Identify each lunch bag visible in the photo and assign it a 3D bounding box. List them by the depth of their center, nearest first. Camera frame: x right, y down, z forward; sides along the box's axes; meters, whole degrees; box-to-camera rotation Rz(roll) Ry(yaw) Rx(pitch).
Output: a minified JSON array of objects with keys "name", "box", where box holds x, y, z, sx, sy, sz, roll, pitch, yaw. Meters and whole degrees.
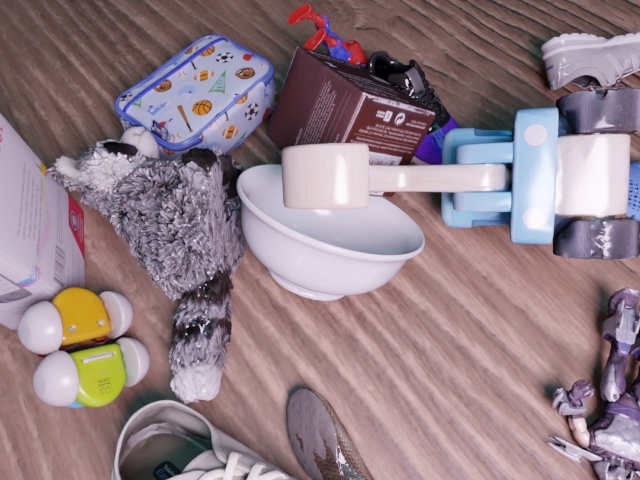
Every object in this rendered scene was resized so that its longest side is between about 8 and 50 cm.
[{"name":"lunch bag","box":[-0.252,-0.282,0.961,0.243,0.115,0.303,37,68,23]}]

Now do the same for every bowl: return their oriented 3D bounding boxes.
[{"name":"bowl","box":[0.000,0.000,0.747,0.298,0.134,0.298,17,25,-8]}]

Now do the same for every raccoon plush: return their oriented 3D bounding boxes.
[{"name":"raccoon plush","box":[-0.297,0.014,0.755,0.299,0.216,0.446,0,61,10]}]

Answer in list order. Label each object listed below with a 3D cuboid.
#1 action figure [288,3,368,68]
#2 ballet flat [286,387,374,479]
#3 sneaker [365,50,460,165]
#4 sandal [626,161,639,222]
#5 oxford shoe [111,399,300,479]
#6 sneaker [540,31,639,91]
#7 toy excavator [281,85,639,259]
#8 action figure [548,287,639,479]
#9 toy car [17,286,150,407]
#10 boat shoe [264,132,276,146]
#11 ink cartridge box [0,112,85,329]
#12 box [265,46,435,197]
[{"name":"action figure","box":[0.007,-0.357,0.945,0.139,0.280,0.091,-31,81,28]},{"name":"ballet flat","box":[0.033,0.316,0.655,0.084,0.058,0.250,-49,58,17]},{"name":"sneaker","box":[0.177,-0.255,0.902,0.102,0.146,0.293,-35,65,-15]},{"name":"sandal","box":[0.629,-0.116,0.810,0.318,0.138,0.126,-18,64,-5]},{"name":"oxford shoe","box":[-0.085,0.319,0.543,0.450,0.130,0.169,17,31,29]},{"name":"sneaker","box":[0.592,-0.358,0.984,0.282,0.105,0.115,-2,95,-3]},{"name":"toy excavator","box":[0.218,-0.089,0.704,0.446,0.433,0.222,0,98,22]},{"name":"action figure","box":[0.426,0.219,0.661,0.185,0.099,0.285,21,68,8]},{"name":"toy car","box":[-0.364,0.169,0.712,0.136,0.159,0.182,-34,74,29]},{"name":"boat shoe","box":[-0.052,-0.194,0.940,0.125,0.046,0.038,28,71,26]},{"name":"ink cartridge box","box":[-0.487,-0.024,0.720,0.131,0.306,0.226,-12,61,-4]},{"name":"box","box":[0.043,-0.197,0.807,0.169,0.167,0.203,0,37,-40]}]
